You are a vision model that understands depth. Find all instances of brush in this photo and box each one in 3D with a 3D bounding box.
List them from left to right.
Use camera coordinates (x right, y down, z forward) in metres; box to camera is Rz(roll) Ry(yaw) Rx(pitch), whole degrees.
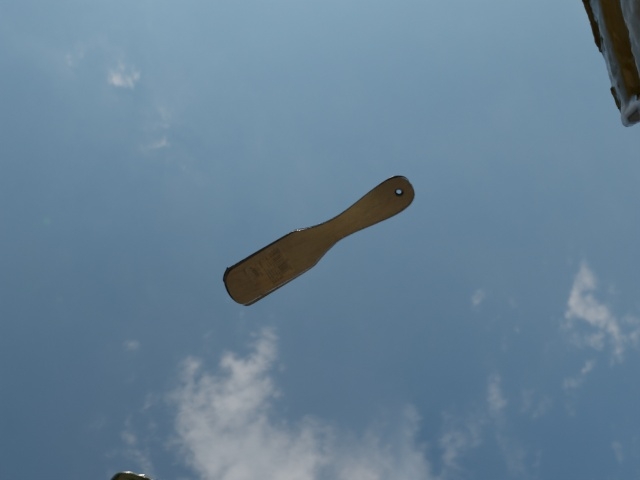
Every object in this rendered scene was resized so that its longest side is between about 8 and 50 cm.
[{"bbox_3d":[0.000,0.000,1.098,0.327,0.065,0.070,-31,-97,14],"label":"brush"}]

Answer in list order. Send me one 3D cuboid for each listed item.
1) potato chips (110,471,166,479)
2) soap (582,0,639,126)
[{"bbox_3d":[-0.242,0.371,0.590,0.389,0.373,0.097,-66,-37,-55],"label":"potato chips"},{"bbox_3d":[0.292,-0.269,0.553,0.156,0.293,0.335,-18,-88,0],"label":"soap"}]
